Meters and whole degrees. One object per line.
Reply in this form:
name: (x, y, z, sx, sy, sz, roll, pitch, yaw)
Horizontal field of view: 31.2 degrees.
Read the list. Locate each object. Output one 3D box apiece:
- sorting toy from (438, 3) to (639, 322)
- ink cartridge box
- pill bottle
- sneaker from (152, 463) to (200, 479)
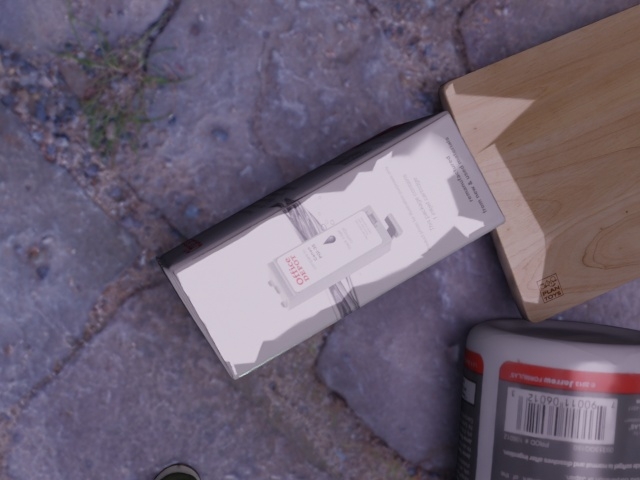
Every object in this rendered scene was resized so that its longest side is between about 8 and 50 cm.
sorting toy: (0.271, -0.084, 1.183, 0.257, 0.089, 0.255, -23, 98, -9)
ink cartridge box: (0.000, 0.000, 1.073, 0.283, 0.207, 0.117, -30, 97, -8)
pill bottle: (0.236, 0.269, 1.138, 0.210, 0.210, 0.363, 3, 94, -12)
sneaker: (-0.183, 0.307, 1.117, 0.064, 0.086, 0.192, 39, 86, -11)
